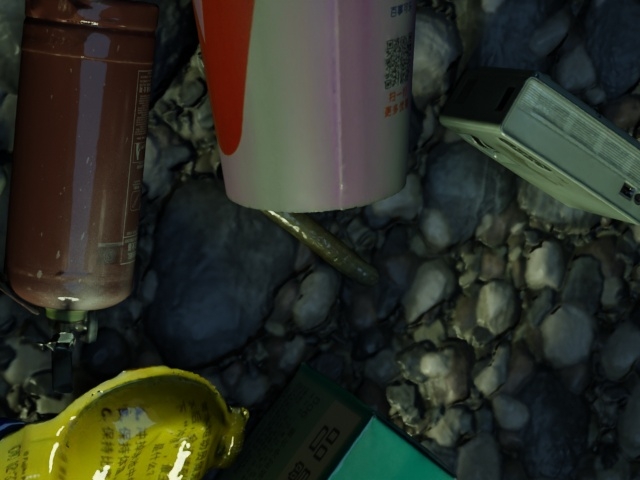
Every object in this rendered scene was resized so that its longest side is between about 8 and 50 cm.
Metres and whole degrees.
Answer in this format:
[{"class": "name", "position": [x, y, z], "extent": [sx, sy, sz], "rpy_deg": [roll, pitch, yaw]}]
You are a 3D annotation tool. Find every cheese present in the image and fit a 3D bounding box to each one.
[{"class": "cheese", "position": [-0.168, 0.153, 1.140], "extent": [0.250, 0.064, 0.157], "rpy_deg": [-6, 128, -29]}]

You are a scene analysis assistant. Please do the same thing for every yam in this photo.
[{"class": "yam", "position": [0.000, 0.000, 1.223], "extent": [0.116, 0.021, 0.021], "rpy_deg": [36, 85, -21]}]

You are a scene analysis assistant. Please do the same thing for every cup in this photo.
[{"class": "cup", "position": [-0.013, -0.175, 1.111], "extent": [0.203, 0.203, 0.288], "rpy_deg": [-10, 109, -19]}]

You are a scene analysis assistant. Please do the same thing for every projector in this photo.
[{"class": "projector", "position": [0.181, -0.076, 1.227], "extent": [0.147, 0.115, 0.061], "rpy_deg": [32, 85, -22]}]

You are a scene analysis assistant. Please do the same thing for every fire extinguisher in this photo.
[{"class": "fire extinguisher", "position": [-0.171, -0.036, 1.108], "extent": [0.104, 0.105, 0.269], "rpy_deg": [4, 98, -21]}]

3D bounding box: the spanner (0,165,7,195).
[{"class": "spanner", "position": [-0.298, 0.070, 1.046], "extent": [0.095, 0.040, 0.325], "rpy_deg": [28, 62, -22]}]

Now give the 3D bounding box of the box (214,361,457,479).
[{"class": "box", "position": [-0.029, 0.226, 1.179], "extent": [0.092, 0.153, 0.245], "rpy_deg": [39, 86, -23]}]
